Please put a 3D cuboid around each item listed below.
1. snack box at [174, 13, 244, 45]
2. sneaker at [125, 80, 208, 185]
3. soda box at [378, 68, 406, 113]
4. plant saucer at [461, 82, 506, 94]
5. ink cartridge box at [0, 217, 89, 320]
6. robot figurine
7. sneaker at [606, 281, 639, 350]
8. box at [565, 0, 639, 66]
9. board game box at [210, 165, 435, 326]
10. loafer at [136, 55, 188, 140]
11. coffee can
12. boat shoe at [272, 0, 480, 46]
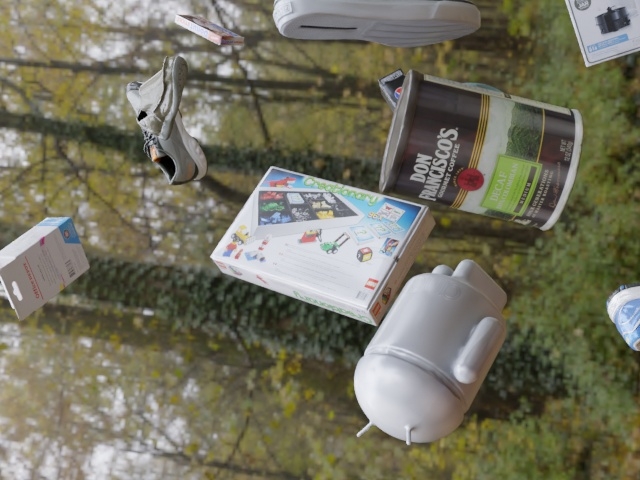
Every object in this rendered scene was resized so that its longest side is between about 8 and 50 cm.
[{"bbox_3d":[-0.247,-0.466,2.086,0.064,0.178,0.022,-8,-60,-43],"label":"snack box"},{"bbox_3d":[-0.369,-0.248,2.174,0.108,0.271,0.100,-34,0,-39],"label":"sneaker"},{"bbox_3d":[0.178,-0.253,1.858,0.169,0.053,0.060,61,179,23],"label":"soda box"},{"bbox_3d":[0.325,-0.246,1.759,0.037,0.195,0.195,-60,5,32],"label":"plant saucer"},{"bbox_3d":[-0.486,0.047,1.605,0.181,0.062,0.104,-47,-50,-49],"label":"ink cartridge box"},{"bbox_3d":[0.188,0.199,1.627,0.353,0.200,0.300,-56,17,-28],"label":"robot figurine"},{"bbox_3d":[0.476,0.093,1.189,0.081,0.211,0.080,-92,-15,-47],"label":"sneaker"},{"bbox_3d":[0.488,-0.456,1.574,0.087,0.169,0.289,-31,-75,-51],"label":"box"},{"bbox_3d":[0.000,0.000,1.460,0.193,0.305,0.053,-58,-36,-21],"label":"board game box"},{"bbox_3d":[-0.333,-0.293,1.945,0.251,0.087,0.094,122,160,-56],"label":"loafer"},{"bbox_3d":[0.251,-0.143,1.504,0.201,0.275,0.201,-167,90,-88],"label":"coffee can"},{"bbox_3d":[0.089,-0.359,1.377,0.121,0.335,0.119,-22,72,60],"label":"boat shoe"}]
